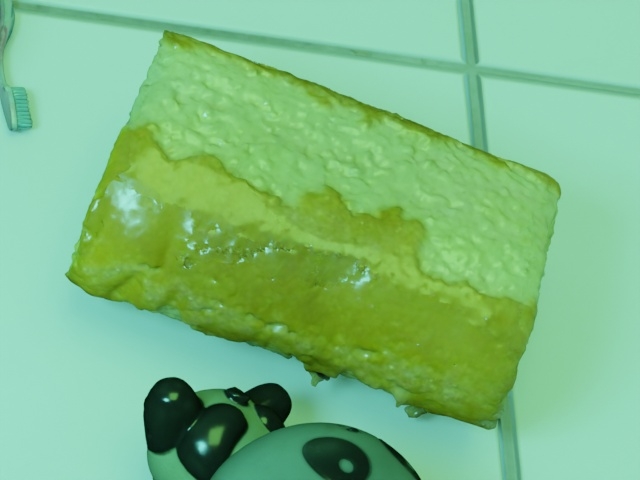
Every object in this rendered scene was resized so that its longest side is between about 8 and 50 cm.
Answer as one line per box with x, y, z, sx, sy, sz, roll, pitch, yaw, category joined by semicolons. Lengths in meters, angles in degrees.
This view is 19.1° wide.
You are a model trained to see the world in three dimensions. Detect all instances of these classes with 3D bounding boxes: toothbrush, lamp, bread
-0.285;-0.207;1.701;0.027;0.021;0.269;6;55;-29;toothbrush
-0.024;0.203;1.416;0.197;0.198;0.244;-25;52;-30;lamp
0.000;0.000;1.562;0.375;0.165;0.237;19;56;-6;bread
